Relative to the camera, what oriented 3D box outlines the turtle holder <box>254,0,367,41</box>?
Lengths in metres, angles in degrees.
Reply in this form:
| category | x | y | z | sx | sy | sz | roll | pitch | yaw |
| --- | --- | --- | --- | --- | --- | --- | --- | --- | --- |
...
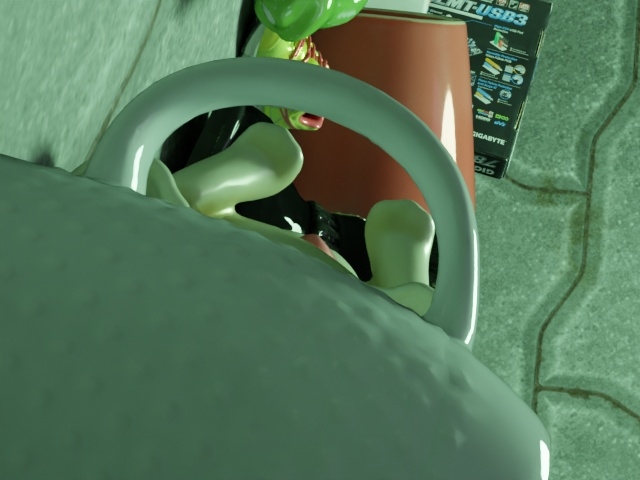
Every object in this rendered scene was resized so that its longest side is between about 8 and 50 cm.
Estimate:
| category | x | y | z | sx | sy | sz | roll | pitch | yaw |
| --- | --- | --- | --- | --- | --- | --- | --- | --- | --- |
| turtle holder | 0.041 | -0.338 | 1.153 | 0.320 | 0.243 | 0.227 | -36 | 164 | 15 |

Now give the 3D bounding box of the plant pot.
| category | x | y | z | sx | sy | sz | roll | pitch | yaw |
| --- | --- | --- | --- | --- | --- | --- | --- | --- | --- |
| plant pot | 0.065 | -0.152 | 1.695 | 0.275 | 0.275 | 0.243 | -51 | 146 | -76 |

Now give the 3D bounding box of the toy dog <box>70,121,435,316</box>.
| category | x | y | z | sx | sy | sz | roll | pitch | yaw |
| --- | --- | --- | --- | --- | --- | --- | --- | --- | --- |
| toy dog | -0.052 | 0.113 | 1.102 | 0.408 | 0.284 | 0.395 | -50 | 156 | -81 |

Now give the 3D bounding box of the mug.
| category | x | y | z | sx | sy | sz | roll | pitch | yaw |
| --- | --- | --- | --- | --- | --- | --- | --- | --- | --- |
| mug | -0.052 | 0.082 | 0.713 | 0.276 | 0.328 | 0.374 | 88 | 19 | -74 |

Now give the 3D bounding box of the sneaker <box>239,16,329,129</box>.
| category | x | y | z | sx | sy | sz | roll | pitch | yaw |
| --- | --- | --- | --- | --- | --- | --- | --- | --- | --- |
| sneaker | -0.026 | -0.179 | 1.426 | 0.208 | 0.094 | 0.081 | 91 | 18 | -65 |

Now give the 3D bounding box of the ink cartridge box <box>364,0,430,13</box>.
| category | x | y | z | sx | sy | sz | roll | pitch | yaw |
| --- | --- | --- | --- | --- | --- | --- | --- | --- | --- |
| ink cartridge box | 0.143 | -0.488 | 2.090 | 0.198 | 0.114 | 0.273 | 93 | 15 | -68 |

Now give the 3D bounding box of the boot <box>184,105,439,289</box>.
| category | x | y | z | sx | sy | sz | roll | pitch | yaw |
| --- | --- | --- | --- | --- | --- | --- | --- | --- | --- |
| boot | 0.001 | -0.003 | 1.340 | 0.348 | 0.260 | 0.131 | 95 | 12 | -65 |

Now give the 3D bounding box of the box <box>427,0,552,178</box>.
| category | x | y | z | sx | sy | sz | roll | pitch | yaw |
| --- | --- | --- | --- | --- | --- | --- | --- | --- | --- |
| box | 0.179 | -0.268 | 2.169 | 0.073 | 0.295 | 0.293 | 95 | 11 | -63 |
